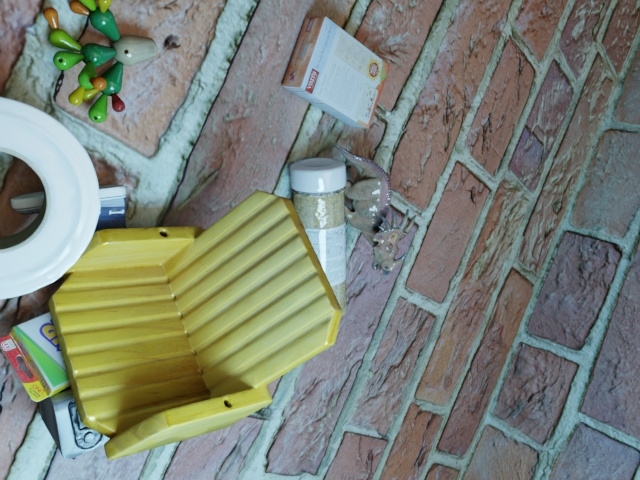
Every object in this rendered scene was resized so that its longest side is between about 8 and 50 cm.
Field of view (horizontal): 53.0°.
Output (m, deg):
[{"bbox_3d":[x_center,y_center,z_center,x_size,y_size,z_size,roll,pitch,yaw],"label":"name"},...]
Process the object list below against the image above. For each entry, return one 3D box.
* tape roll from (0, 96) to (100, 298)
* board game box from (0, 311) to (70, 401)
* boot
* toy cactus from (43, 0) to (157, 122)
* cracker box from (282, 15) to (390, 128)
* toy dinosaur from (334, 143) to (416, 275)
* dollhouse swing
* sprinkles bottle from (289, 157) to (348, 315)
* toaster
[{"bbox_3d":[-0.466,-0.064,0.910,0.287,0.100,0.285,-6,104,-24],"label":"tape roll"},{"bbox_3d":[-0.390,0.159,1.086,0.260,0.124,0.039,-27,166,-44],"label":"board game box"},{"bbox_3d":[-0.404,-0.041,1.056,0.190,0.069,0.086,-12,106,-42],"label":"boot"},{"bbox_3d":[-0.337,-0.304,1.024,0.181,0.112,0.218,-27,113,-47],"label":"toy cactus"},{"bbox_3d":[0.038,-0.356,1.385,0.232,0.067,0.155,21,88,-47],"label":"cracker box"},{"bbox_3d":[0.122,-0.089,1.460,0.127,0.200,0.295,-31,123,-34],"label":"toy dinosaur"},{"bbox_3d":[-0.203,0.103,1.023,0.315,0.346,0.305,-2,150,-45],"label":"dollhouse swing"},{"bbox_3d":[0.000,0.000,1.428,0.121,0.121,0.355,-20,117,-39],"label":"sprinkles bottle"},{"bbox_3d":[-0.389,0.270,1.113,0.168,0.186,0.110,-13,110,-33],"label":"toaster"}]
